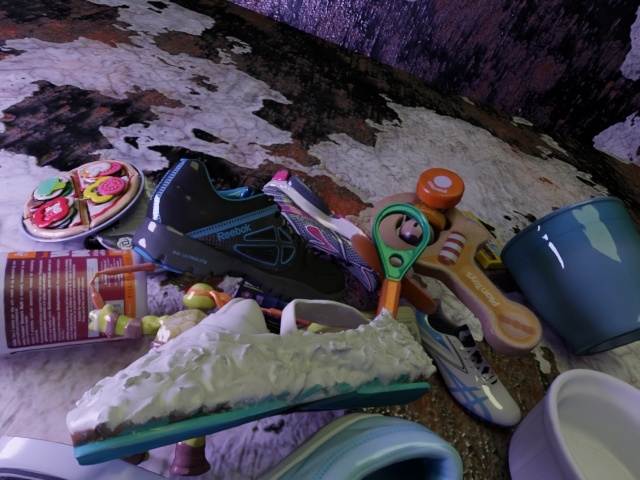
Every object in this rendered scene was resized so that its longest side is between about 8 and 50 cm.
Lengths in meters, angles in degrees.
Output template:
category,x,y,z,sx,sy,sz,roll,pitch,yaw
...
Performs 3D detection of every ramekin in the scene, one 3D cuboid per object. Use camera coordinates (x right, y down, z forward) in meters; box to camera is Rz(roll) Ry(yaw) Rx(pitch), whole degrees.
category,x,y,z,sx,sy,sz,roll,pitch,yaw
ramekin,0.406,0.334,0.591,0.277,0.135,0.277,16,36,-12

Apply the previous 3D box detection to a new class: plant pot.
category,x,y,z,sx,sy,sz,roll,pitch,yaw
plant pot,0.567,0.090,0.898,0.271,0.272,0.255,2,55,-27

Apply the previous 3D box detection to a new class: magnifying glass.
category,x,y,z,sx,sy,sz,roll,pitch,yaw
magnifying glass,0.113,0.042,0.655,0.092,0.026,0.231,13,61,4

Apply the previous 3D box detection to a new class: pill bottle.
category,x,y,z,sx,sy,sz,roll,pitch,yaw
pill bottle,-0.337,0.073,0.525,0.221,0.121,0.121,-1,42,-30

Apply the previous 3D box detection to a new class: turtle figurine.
category,x,y,z,sx,sy,sz,roll,pitch,yaw
turtle figurine,-0.142,0.142,0.489,0.269,0.087,0.218,15,73,-19

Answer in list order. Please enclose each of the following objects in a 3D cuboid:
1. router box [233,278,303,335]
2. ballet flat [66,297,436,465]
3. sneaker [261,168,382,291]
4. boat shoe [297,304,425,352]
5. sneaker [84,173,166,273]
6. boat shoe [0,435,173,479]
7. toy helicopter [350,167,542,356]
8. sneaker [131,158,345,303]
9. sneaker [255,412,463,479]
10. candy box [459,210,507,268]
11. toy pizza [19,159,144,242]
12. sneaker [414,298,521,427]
category,x,y,z,sx,sy,sz,roll,pitch,yaw
router box,-0.079,0.105,0.696,0.122,0.038,0.092,20,35,-5
ballet flat,-0.043,0.128,0.455,0.408,0.147,0.147,9,36,-40
sneaker,0.000,0.000,0.829,0.299,0.121,0.112,39,73,5
boat shoe,0.052,0.161,0.642,0.285,0.104,0.089,-4,62,-34
sneaker,-0.323,-0.030,0.698,0.132,0.086,0.229,-17,53,-39
boat shoe,-0.162,0.275,0.381,0.306,0.113,0.105,31,49,-12
toy helicopter,0.207,0.047,0.716,0.234,0.140,0.355,-22,54,-22
sneaker,-0.074,0.003,0.604,0.340,0.140,0.125,22,-3,-43
sneaker,-0.030,0.252,0.307,0.365,0.150,0.135,-35,88,-35
candy box,0.410,-0.006,1.115,0.105,0.027,0.206,3,41,-30
toy pizza,-0.387,-0.076,0.691,0.201,0.032,0.201,-6,45,6
sneaker,0.240,0.200,0.714,0.085,0.086,0.237,-10,49,-40
